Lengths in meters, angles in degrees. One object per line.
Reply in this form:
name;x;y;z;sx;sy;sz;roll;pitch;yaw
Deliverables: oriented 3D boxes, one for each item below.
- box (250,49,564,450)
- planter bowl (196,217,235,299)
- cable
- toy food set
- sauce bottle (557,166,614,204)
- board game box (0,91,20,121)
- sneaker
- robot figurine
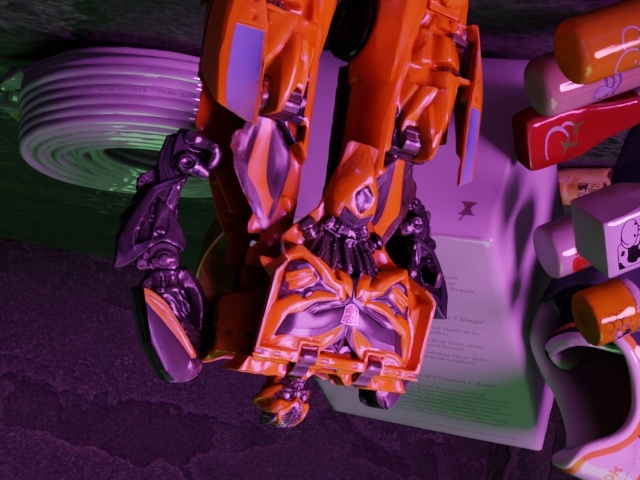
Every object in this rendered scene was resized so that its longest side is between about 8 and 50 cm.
box;0.087;0.018;0.890;0.215;0.168;0.345;8;148;23
planter bowl;-0.117;0.011;1.630;0.217;0.217;0.090;16;-155;-47
cable;-0.156;-0.105;0.977;0.257;0.089;0.257;13;167;-34
toy food set;0.199;-0.053;0.674;0.104;0.232;0.111;-20;-152;-11
sauce bottle;0.300;-0.057;1.079;0.128;0.042;0.042;1;169;36
board game box;-0.280;-0.134;1.155;0.103;0.026;0.154;7;172;3
sneaker;0.239;0.034;0.789;0.127;0.321;0.126;11;160;-15
robot figurine;0.004;-0.044;0.556;0.211;0.291;0.085;12;171;-34
